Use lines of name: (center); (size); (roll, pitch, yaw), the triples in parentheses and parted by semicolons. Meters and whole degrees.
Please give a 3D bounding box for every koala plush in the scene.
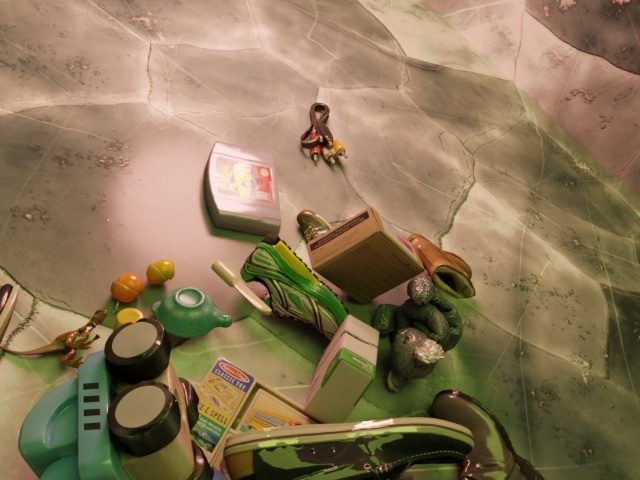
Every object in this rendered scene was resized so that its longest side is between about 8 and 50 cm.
koala plush: (0.234, 0.244, 1.583); (0.203, 0.196, 0.221); (38, 38, -9)

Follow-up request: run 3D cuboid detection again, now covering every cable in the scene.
cable: (-0.011, -0.338, 2.094); (0.140, 0.072, 0.287); (-4, 39, -12)

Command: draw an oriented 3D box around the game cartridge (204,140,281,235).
game cartridge: (-0.212, -0.146, 1.780); (0.196, 0.060, 0.294); (7, 48, -20)

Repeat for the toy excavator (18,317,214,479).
toy excavator: (-0.412, 0.389, 1.058); (0.445, 0.222, 0.433); (-19, 40, -5)

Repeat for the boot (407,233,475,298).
boot: (0.343, 0.093, 1.750); (0.236, 0.089, 0.269); (28, 10, -17)

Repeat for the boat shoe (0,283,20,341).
boat shoe: (-0.633, 0.206, 1.149); (0.113, 0.127, 0.340); (23, 56, -15)

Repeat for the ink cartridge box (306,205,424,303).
ink cartridge box: (0.112, 0.042, 1.624); (0.235, 0.193, 0.088); (39, 27, -46)

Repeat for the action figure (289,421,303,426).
action figure: (-0.026, 0.385, 1.333); (0.115, 0.030, 0.038); (14, 40, -29)

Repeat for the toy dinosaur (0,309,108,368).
toy dinosaur: (-0.502, 0.204, 1.293); (0.212, 0.064, 0.112); (-23, 33, -37)

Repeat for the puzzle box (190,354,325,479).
puzzle box: (-0.094, 0.434, 1.308); (0.409, 0.052, 0.272); (31, 42, -1)

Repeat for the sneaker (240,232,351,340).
sneaker: (-0.047, 0.151, 1.571); (0.343, 0.134, 0.146); (45, 80, 4)

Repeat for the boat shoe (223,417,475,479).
boat shoe: (0.067, 0.424, 1.246); (0.501, 0.187, 0.155); (2, 63, -23)

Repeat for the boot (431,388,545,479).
boot: (0.330, 0.501, 1.454); (0.223, 0.118, 0.338); (-28, 64, -38)

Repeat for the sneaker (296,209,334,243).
sneaker: (0.000, 0.000, 1.755); (0.192, 0.064, 0.086); (42, 38, 7)

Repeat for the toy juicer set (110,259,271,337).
toy juicer set: (-0.297, 0.129, 1.456); (0.329, 0.089, 0.209); (-6, 41, -24)

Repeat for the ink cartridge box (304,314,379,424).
ink cartridge box: (0.050, 0.274, 1.420); (0.087, 0.153, 0.208); (30, 21, -3)
